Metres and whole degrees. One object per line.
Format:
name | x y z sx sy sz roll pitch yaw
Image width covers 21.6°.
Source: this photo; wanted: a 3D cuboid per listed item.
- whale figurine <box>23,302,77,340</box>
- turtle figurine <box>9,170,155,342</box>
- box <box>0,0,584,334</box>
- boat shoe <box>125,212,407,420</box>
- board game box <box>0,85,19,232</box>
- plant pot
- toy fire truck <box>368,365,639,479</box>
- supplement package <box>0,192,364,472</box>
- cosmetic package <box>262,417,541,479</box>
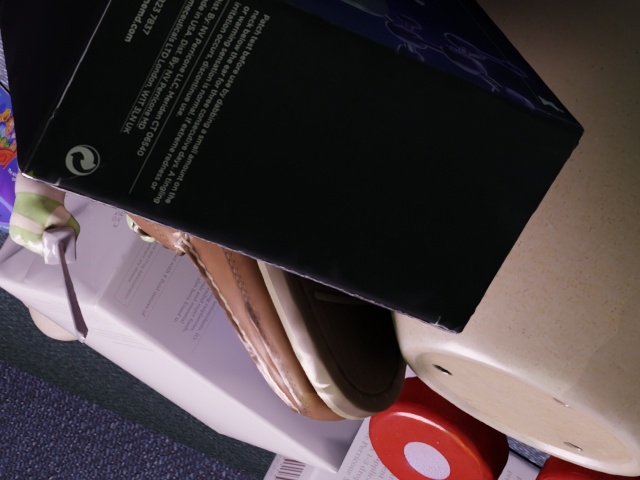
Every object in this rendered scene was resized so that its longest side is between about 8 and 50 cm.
whale figurine | -0.185 0.012 1.598 0.216 0.141 0.272 -9 -177 5
turtle figurine | -0.085 -0.031 1.067 0.274 0.198 0.266 44 180 15
box | -0.030 -0.091 0.693 0.184 0.103 0.261 23 -159 -25
boat shoe | -0.051 -0.039 0.885 0.104 0.307 0.110 -29 164 29
board game box | -0.412 -0.117 1.640 0.347 0.078 0.233 21 164 27
plant pot | 0.139 0.002 0.825 0.284 0.191 0.284 26 166 7
toy fire truck | 0.160 0.063 1.117 0.302 0.169 0.254 21 140 22
supplement package | -0.090 0.040 1.391 0.175 0.177 0.293 9 156 50
cosmetic package | 0.158 0.348 1.892 0.453 0.230 0.161 33 165 -15
